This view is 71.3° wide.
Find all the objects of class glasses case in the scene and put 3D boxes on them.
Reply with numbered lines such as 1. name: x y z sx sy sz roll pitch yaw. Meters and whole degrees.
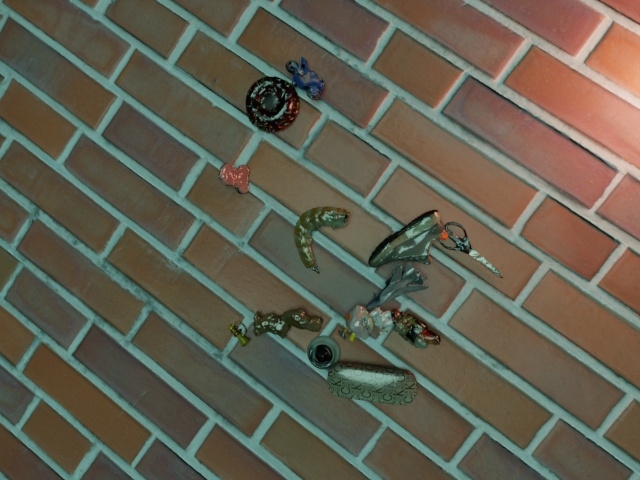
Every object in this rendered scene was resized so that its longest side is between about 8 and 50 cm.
1. glasses case: 0.203 0.565 1.772 0.354 0.085 0.137 4 94 7

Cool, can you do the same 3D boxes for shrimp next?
1. shrimp: -0.019 -0.028 1.816 0.185 0.068 0.287 30 96 9

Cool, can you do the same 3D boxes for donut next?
1. donut: -0.203 -0.563 1.834 0.235 0.089 0.235 0 90 7

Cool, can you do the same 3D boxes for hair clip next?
1. hair clip: -0.354 -0.262 1.834 0.102 0.138 0.123 3 83 3

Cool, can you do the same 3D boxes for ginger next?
1. ginger: -0.137 0.341 1.825 0.290 0.084 0.122 -5 83 8

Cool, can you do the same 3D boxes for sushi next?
1. sushi: 0.362 0.350 1.746 0.226 0.097 0.103 37 90 22

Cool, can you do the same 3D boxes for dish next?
1. dish: 0.008 0.462 1.807 0.141 0.078 0.141 0 90 9

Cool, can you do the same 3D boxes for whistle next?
1. whistle: -0.341 0.389 1.878 0.057 0.046 0.109 -46 78 21

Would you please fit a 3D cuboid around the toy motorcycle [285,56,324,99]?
1. toy motorcycle: -0.053 -0.656 1.810 0.114 0.076 0.205 -31 80 -34

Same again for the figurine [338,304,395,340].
1. figurine: 0.181 0.317 1.757 0.228 0.112 0.137 -14 99 22

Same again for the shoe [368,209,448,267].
1. shoe: 0.354 0.035 1.740 0.336 0.132 0.171 -36 95 6

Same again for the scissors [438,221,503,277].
1. scissors: 0.594 0.048 1.746 0.300 0.022 0.109 42 99 8

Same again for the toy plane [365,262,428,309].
1. toy plane: 0.280 0.189 1.764 0.267 0.212 0.088 -34 41 24
